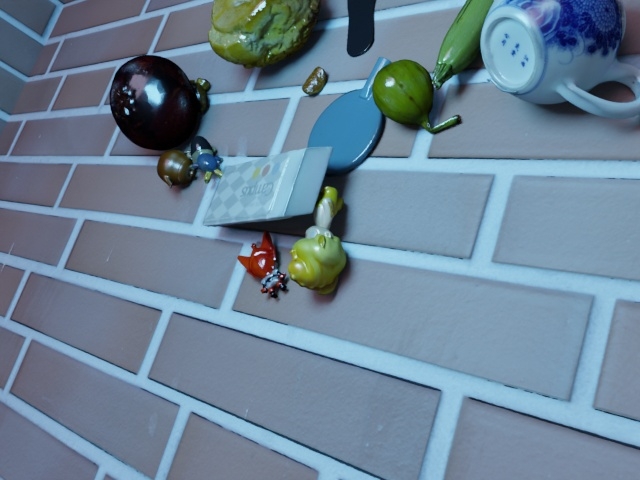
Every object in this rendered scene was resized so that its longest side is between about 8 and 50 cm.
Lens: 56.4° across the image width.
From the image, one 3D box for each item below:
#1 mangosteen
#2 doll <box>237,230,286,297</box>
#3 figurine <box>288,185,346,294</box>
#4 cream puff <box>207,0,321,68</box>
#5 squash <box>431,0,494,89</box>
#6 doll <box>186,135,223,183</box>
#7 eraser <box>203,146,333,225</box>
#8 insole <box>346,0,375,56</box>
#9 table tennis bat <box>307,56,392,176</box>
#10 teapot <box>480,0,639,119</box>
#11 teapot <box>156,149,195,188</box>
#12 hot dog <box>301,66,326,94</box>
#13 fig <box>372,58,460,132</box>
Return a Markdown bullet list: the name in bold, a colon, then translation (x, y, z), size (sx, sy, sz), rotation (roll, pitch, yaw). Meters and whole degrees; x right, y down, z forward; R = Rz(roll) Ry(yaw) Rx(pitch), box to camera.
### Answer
- **mangosteen**: translation (-0.516, -0.434, 1.893), size (0.297, 0.293, 0.297), rotation (3, 104, 15)
- **doll**: translation (-0.138, 0.065, 1.470), size (0.109, 0.057, 0.169), rotation (-42, 48, 12)
- **figurine**: translation (0.000, 0.000, 1.354), size (0.156, 0.131, 0.246), rotation (146, 138, -67)
- **cream puff**: translation (-0.153, -0.636, 1.718), size (0.327, 0.231, 0.343), rotation (12, 75, 40)
- **squash**: translation (0.336, -0.470, 1.342), size (0.094, 0.094, 0.341), rotation (20, 78, 43)
- **doll**: translation (-0.341, -0.239, 1.773), size (0.102, 0.089, 0.179), rotation (-15, 62, -16)
- **eraser**: translation (-0.140, -0.127, 1.488), size (0.396, 0.082, 0.213), rotation (-2, 66, 54)
- **insole**: translation (0.121, -0.655, 1.664), size (0.119, 0.009, 0.349), rotation (-12, 61, 35)
- **table tennis bat**: translation (0.082, -0.309, 1.499), size (0.215, 0.044, 0.329), rotation (33, 93, 44)
- **teapot**: translation (0.459, -0.394, 1.128), size (0.280, 0.252, 0.424), rotation (-25, 68, -18)
- **teapot**: translation (-0.427, -0.220, 1.822), size (0.116, 0.116, 0.173), rotation (-3, 40, 37)
- **hot dog**: translation (-0.016, -0.437, 1.643), size (0.058, 0.035, 0.083), rotation (37, 94, 44)
- **fig**: translation (0.204, -0.319, 1.365), size (0.148, 0.186, 0.142), rotation (-27, 6, -1)
